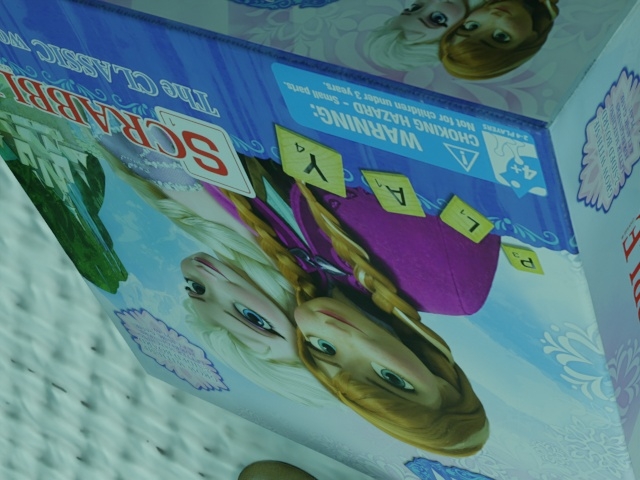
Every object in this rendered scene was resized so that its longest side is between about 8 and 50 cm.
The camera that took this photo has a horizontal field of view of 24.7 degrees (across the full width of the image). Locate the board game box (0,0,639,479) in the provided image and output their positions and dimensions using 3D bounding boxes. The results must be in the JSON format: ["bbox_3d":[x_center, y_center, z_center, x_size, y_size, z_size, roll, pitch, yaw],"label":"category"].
[{"bbox_3d":[0.000,0.000,0.619,0.319,0.066,0.318,20,151,34],"label":"board game box"}]

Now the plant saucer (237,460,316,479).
[{"bbox_3d":[-0.020,0.173,0.898,0.083,0.015,0.083,18,131,23],"label":"plant saucer"}]
